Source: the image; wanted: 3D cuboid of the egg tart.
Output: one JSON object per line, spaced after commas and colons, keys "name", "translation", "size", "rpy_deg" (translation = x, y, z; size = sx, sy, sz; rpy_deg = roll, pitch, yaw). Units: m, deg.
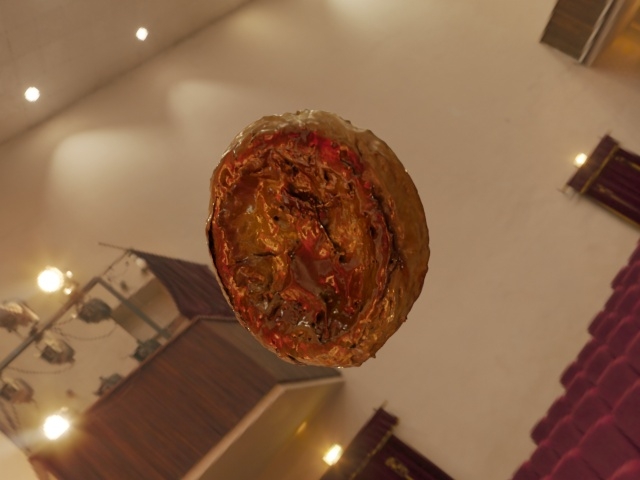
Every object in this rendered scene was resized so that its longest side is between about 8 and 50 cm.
{"name": "egg tart", "translation": [0.000, 0.000, 0.780], "size": [0.115, 0.290, 0.290], "rpy_deg": [-15, -42, -50]}
